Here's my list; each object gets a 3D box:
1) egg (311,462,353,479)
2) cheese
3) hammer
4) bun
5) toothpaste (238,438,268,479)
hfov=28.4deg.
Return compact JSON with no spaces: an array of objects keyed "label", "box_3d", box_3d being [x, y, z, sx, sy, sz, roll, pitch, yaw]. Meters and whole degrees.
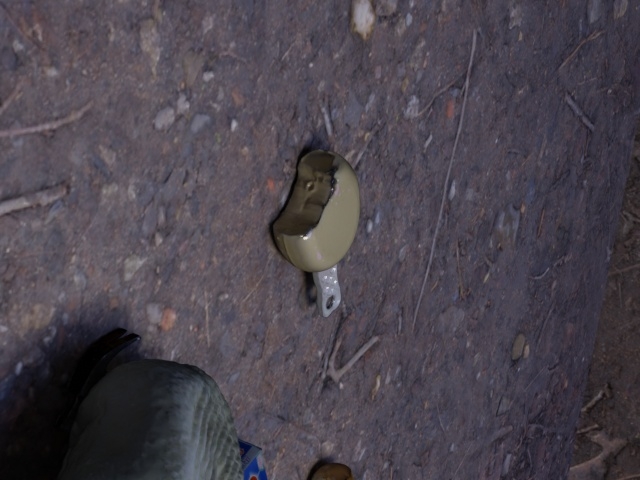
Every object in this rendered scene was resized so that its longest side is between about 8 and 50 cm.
[{"label":"egg","box_3d":[0.020,0.399,2.068,0.083,0.071,0.071,-34,132,-56]},{"label":"cheese","box_3d":[0.012,-0.010,1.847,0.163,0.070,0.249,-57,146,-23]},{"label":"hammer","box_3d":[-0.219,0.199,1.610,0.290,0.037,0.137,34,77,-58]},{"label":"bun","box_3d":[-0.193,0.312,1.461,0.354,0.194,0.355,-8,90,-81]},{"label":"toothpaste","box_3d":[-0.100,0.417,1.896,0.066,0.053,0.272,-46,140,-38]}]
